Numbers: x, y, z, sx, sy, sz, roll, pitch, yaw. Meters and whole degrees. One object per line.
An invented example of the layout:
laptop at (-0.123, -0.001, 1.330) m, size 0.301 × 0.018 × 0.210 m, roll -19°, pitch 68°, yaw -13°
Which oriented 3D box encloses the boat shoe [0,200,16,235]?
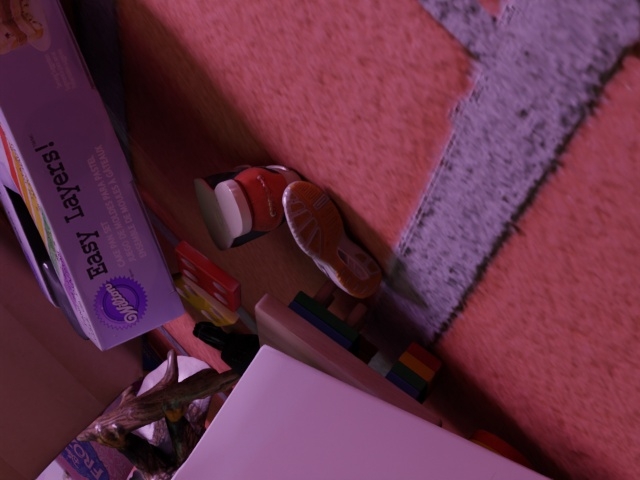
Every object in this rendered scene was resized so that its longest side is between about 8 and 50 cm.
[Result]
boat shoe at (-0.292, -0.143, 1.381) m, size 0.324 × 0.120 × 0.122 m, roll 50°, pitch 167°, yaw -6°

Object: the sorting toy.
sorting toy at (0.019, 0.077, 1.140) m, size 0.274 × 0.046 × 0.132 m, roll 35°, pitch 164°, yaw 13°

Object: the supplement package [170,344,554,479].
supplement package at (0.046, 0.228, 1.034) m, size 0.262 × 0.199 × 0.198 m, roll 23°, pitch 160°, yaw 30°

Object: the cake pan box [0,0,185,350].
cake pan box at (-0.188, -0.065, 1.224) m, size 0.267 × 0.070 × 0.246 m, roll 69°, pitch 168°, yaw -15°

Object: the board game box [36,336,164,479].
board game box at (-0.306, 0.116, 1.926) m, size 0.319 × 0.066 × 0.318 m, roll 51°, pitch -159°, yaw -11°

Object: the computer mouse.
computer mouse at (-0.055, 0.091, 1.490) m, size 0.071 × 0.041 × 0.242 m, roll 35°, pitch 177°, yaw -20°

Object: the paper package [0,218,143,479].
paper package at (-0.315, 0.014, 1.519) m, size 0.325 × 0.168 × 0.309 m, roll 42°, pitch -171°, yaw -17°

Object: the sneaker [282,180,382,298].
sneaker at (0.000, 0.000, 1.046) m, size 0.083 × 0.032 × 0.037 m, roll 55°, pitch 165°, yaw -23°

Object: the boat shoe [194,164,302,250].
boat shoe at (-0.046, -0.024, 1.101) m, size 0.049 × 0.043 × 0.137 m, roll 68°, pitch 165°, yaw -3°

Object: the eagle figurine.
eagle figurine at (-0.118, 0.273, 1.769) m, size 0.226 × 0.225 × 0.298 m, roll 6°, pitch 129°, yaw 56°
